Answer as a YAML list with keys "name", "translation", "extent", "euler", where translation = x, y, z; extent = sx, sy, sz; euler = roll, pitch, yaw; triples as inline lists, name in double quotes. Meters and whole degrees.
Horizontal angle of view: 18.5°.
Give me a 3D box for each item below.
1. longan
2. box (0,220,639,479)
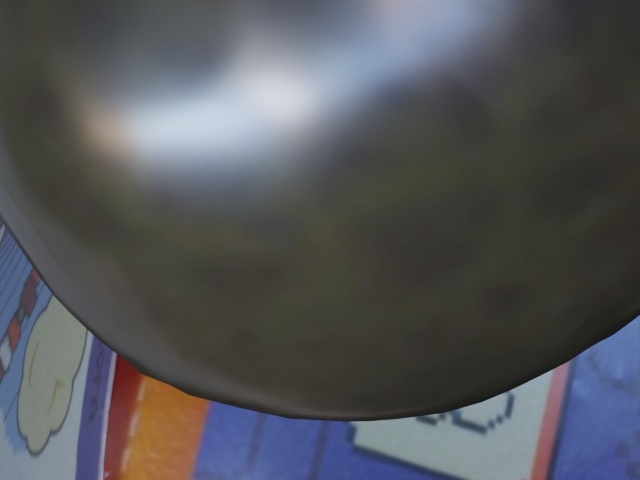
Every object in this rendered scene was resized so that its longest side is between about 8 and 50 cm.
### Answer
- name: "longan"
  translation: [0.006, -0.070, 0.418]
  extent: [0.198, 0.198, 0.212]
  euler: [-5, 92, -8]
- name: "box"
  translation: [0.000, 0.000, 0.709]
  extent: [0.257, 0.348, 0.319]
  euler: [19, 73, -22]
